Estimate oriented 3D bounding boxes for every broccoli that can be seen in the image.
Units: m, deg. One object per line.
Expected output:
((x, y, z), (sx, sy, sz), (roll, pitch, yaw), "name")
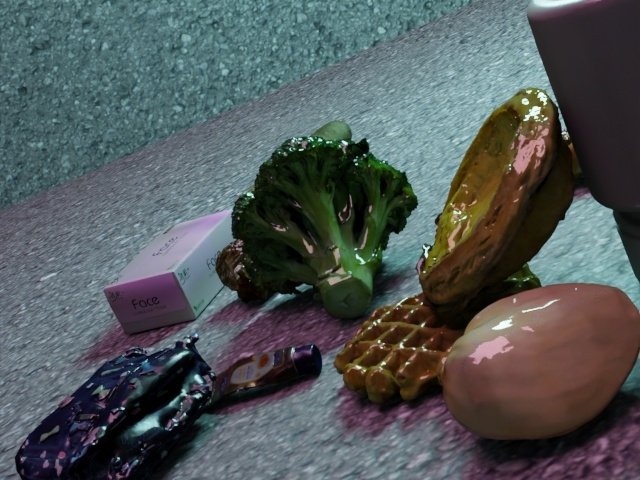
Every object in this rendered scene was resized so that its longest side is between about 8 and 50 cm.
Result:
((0.000, 0.000, 1.560), (0.254, 0.269, 0.269), (8, 5, -24), "broccoli")

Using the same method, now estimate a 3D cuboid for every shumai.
((-0.096, 0.048, 1.707), (0.123, 0.099, 0.087), (-25, 34, 4), "shumai")

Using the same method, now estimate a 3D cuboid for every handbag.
((-0.235, 0.217, 1.342), (0.162, 0.113, 0.260), (-17, 19, 41), "handbag")

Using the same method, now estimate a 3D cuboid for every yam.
((-0.042, -0.146, 2.217), (0.083, 0.083, 0.371), (-13, 20, 32), "yam")

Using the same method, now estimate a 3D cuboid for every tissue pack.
((-0.228, 0.047, 1.862), (0.148, 0.093, 0.246), (-14, 19, 26), "tissue pack")

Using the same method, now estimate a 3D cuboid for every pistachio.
((0.209, 0.120, 1.054), (0.200, 0.117, 0.145), (-19, 55, -7), "pistachio")

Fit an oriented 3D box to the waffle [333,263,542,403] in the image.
((0.134, 0.101, 1.290), (0.253, 0.056, 0.249), (-19, 18, 21), "waffle")

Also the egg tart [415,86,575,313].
((0.196, -0.036, 1.231), (0.279, 0.095, 0.279), (-62, 7, 13), "egg tart")

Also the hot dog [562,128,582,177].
((0.410, -0.156, 1.576), (0.249, 0.076, 0.102), (-24, 14, 28), "hot dog")

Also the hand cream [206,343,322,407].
((-0.075, 0.167, 1.404), (0.163, 0.039, 0.062), (-20, 34, 20), "hand cream")

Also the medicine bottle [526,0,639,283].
((0.366, -0.128, 1.174), (0.208, 0.340, 0.208), (-22, 18, 7), "medicine bottle")
